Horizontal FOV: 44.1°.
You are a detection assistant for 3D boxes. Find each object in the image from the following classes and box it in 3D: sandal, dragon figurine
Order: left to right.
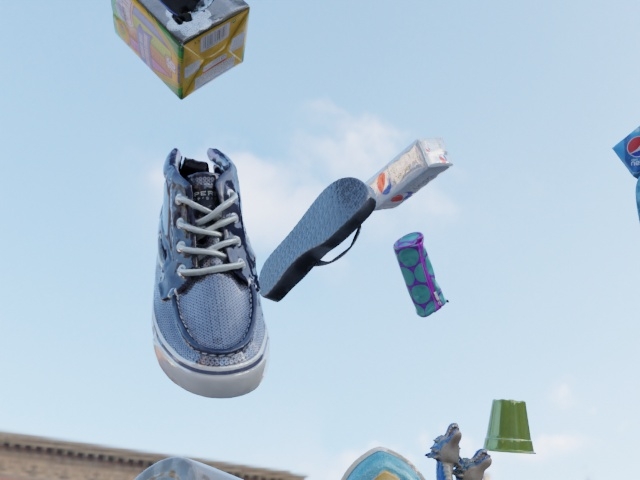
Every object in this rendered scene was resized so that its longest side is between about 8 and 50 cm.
[{"bbox_3d":[0.000,0.000,1.100,0.054,0.097,0.254,23,-43,-26],"label":"sandal"},{"bbox_3d":[0.124,0.346,0.855,0.085,0.289,0.144,24,-10,-3],"label":"dragon figurine"}]

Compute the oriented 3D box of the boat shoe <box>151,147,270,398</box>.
[{"bbox_3d":[-0.131,0.015,0.872,0.127,0.340,0.158,-5,-62,-16],"label":"boat shoe"}]

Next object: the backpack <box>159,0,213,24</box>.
[{"bbox_3d":[-0.150,-0.297,0.848,0.105,0.114,0.084,42,-74,-11],"label":"backpack"}]

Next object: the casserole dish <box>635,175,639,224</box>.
[{"bbox_3d":[0.421,-0.007,0.882,0.114,0.189,0.037,-7,-8,-7],"label":"casserole dish"}]

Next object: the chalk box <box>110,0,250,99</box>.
[{"bbox_3d":[-0.225,-0.345,1.177,0.132,0.213,0.132,-37,-15,-24],"label":"chalk box"}]

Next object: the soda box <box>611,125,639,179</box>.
[{"bbox_3d":[0.576,-0.128,1.333,0.210,0.067,0.071,16,-50,-46],"label":"soda box"}]

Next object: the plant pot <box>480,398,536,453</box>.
[{"bbox_3d":[0.289,0.284,1.212,0.083,0.079,0.083,4,-12,1],"label":"plant pot"}]

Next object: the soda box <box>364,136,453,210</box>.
[{"bbox_3d":[0.181,-0.138,1.677,0.073,0.069,0.216,-9,-19,-34],"label":"soda box"}]

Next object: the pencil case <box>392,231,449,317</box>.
[{"bbox_3d":[0.185,0.063,1.467,0.064,0.152,0.070,-29,16,-28],"label":"pencil case"}]

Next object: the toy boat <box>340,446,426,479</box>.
[{"bbox_3d":[0.178,0.487,1.375,0.318,0.268,0.148,-6,-17,-7],"label":"toy boat"}]

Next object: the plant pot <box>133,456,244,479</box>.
[{"bbox_3d":[-0.160,0.470,1.152,0.323,0.323,0.280,-23,-59,31],"label":"plant pot"}]
